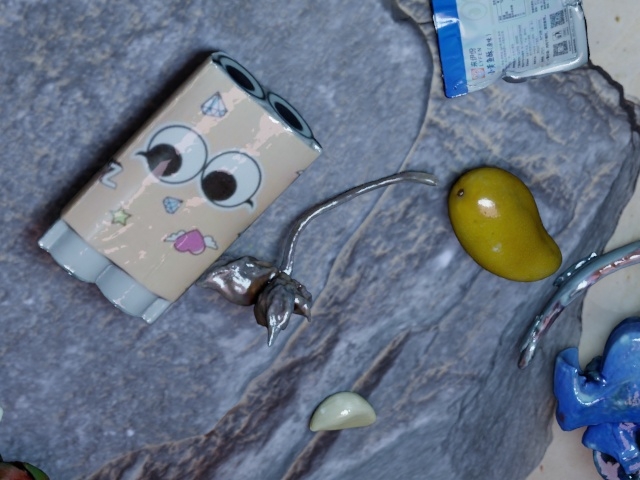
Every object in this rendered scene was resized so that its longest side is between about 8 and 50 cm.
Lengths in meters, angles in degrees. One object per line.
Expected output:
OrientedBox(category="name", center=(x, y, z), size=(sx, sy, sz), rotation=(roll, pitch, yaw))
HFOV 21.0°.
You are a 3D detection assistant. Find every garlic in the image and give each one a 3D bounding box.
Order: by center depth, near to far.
OrientedBox(category="garlic", center=(0.031, 0.214, 2.137), size=(0.083, 0.041, 0.053), rotation=(0, 126, -20))

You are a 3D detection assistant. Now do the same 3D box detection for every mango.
OrientedBox(category="mango", center=(0.213, -0.014, 2.008), size=(0.102, 0.085, 0.184), rotation=(-37, 131, 8))

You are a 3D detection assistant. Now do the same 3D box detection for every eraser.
OrientedBox(category="eraser", center=(-0.155, -0.057, 1.906), size=(0.171, 0.087, 0.290), rotation=(39, 108, -23))

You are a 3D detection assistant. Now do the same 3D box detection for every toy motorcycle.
OrientedBox(category="toy motorcycle", center=(0.391, 0.128, 2.102), size=(0.319, 0.241, 0.182), rotation=(-53, 156, 14))

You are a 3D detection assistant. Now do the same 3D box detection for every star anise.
OrientedBox(category="star anise", center=(0.000, 0.000, 1.956), size=(0.218, 0.148, 0.227), rotation=(19, 107, -26))

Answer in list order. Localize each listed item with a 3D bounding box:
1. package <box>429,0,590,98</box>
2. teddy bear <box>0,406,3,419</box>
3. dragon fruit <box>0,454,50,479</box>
OrientedBox(category="package", center=(0.207, -0.247, 1.897), size=(0.173, 0.027, 0.171), rotation=(-13, 126, -2))
OrientedBox(category="teddy bear", center=(-0.549, 0.057, 1.888), size=(0.327, 0.375, 0.362), rotation=(-17, 79, 17))
OrientedBox(category="dragon fruit", center=(-0.383, 0.345, 2.067), size=(0.182, 0.189, 0.182), rotation=(-28, 133, -34))
